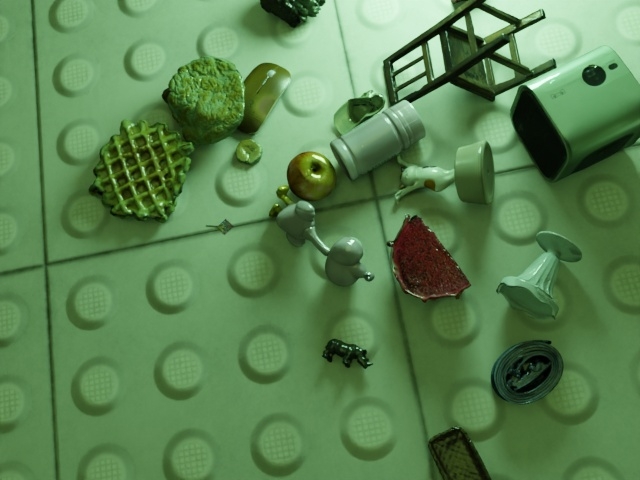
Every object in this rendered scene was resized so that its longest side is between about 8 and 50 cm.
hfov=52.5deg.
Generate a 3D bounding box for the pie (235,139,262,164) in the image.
[{"bbox_3d":[-0.214,-0.265,1.946,0.085,0.020,0.084,-1,76,5],"label":"pie"}]

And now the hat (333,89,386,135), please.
[{"bbox_3d":[0.119,-0.368,1.902,0.166,0.081,0.122,-47,50,11],"label":"hat"}]

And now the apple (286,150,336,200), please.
[{"bbox_3d":[-0.028,-0.180,1.850,0.147,0.146,0.146,-2,74,6],"label":"apple"}]

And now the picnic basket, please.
[{"bbox_3d":[0.352,0.569,1.627,0.110,0.055,0.193,-26,74,0],"label":"picnic basket"}]

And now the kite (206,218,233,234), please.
[{"bbox_3d":[-0.294,-0.047,1.903,0.078,0.002,0.044,23,78,12],"label":"kite"}]

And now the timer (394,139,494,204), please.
[{"bbox_3d":[0.336,-0.179,1.810,0.266,0.175,0.175,-2,73,25],"label":"timer"}]

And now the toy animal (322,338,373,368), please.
[{"bbox_3d":[0.077,0.307,1.738,0.136,0.047,0.065,16,69,17],"label":"toy animal"}]

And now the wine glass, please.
[{"bbox_3d":[0.577,0.089,1.684,0.165,0.165,0.196,34,77,14],"label":"wine glass"}]

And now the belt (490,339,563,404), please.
[{"bbox_3d":[0.529,0.334,1.658,0.190,0.082,0.141,-34,79,-2],"label":"belt"}]

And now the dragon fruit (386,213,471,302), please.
[{"bbox_3d":[0.277,0.073,1.748,0.161,0.126,0.274,-37,64,6],"label":"dragon fruit"}]

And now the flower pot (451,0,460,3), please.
[{"bbox_3d":[0.455,-0.773,1.975,0.089,0.111,0.111,4,74,-8],"label":"flower pot"}]

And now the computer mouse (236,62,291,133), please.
[{"bbox_3d":[-0.186,-0.438,1.974,0.126,0.056,0.245,29,78,13],"label":"computer mouse"}]

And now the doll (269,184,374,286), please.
[{"bbox_3d":[0.000,0.001,1.783,0.365,0.160,0.094,37,44,16],"label":"doll"}]

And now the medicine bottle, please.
[{"bbox_3d":[0.162,-0.285,1.848,0.250,0.133,0.133,-31,73,-1],"label":"medicine bottle"}]

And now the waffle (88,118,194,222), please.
[{"bbox_3d":[-0.533,-0.209,1.943,0.297,0.073,0.317,19,80,11],"label":"waffle"}]

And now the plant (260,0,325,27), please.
[{"bbox_3d":[-0.087,-0.746,2.011,0.195,0.129,0.132,23,81,16],"label":"plant"}]

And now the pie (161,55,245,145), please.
[{"bbox_3d":[-0.338,-0.422,1.942,0.257,0.105,0.274,-34,72,15],"label":"pie"}]

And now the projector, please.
[{"bbox_3d":[0.687,-0.332,1.738,0.249,0.248,0.248,-26,74,-1],"label":"projector"}]

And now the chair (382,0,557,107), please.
[{"bbox_3d":[0.417,-0.511,1.869,0.241,0.416,0.203,6,70,-38],"label":"chair"}]
